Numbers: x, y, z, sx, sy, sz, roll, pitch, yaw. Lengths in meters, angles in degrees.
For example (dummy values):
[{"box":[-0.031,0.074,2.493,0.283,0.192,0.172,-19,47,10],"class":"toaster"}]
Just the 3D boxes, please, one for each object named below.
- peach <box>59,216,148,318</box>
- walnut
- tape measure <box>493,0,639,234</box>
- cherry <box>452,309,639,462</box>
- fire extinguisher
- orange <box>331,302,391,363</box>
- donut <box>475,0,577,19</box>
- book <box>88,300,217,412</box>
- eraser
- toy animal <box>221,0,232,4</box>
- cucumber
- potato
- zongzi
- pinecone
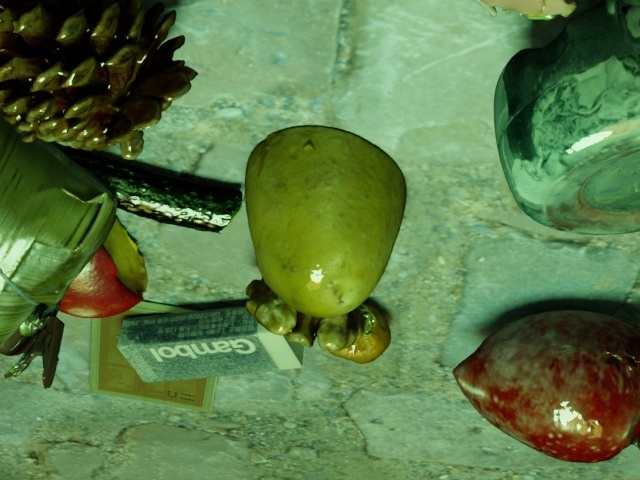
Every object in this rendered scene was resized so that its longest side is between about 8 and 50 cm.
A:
[{"box":[-0.271,0.031,1.722,0.151,0.151,0.118,-1,101,13],"class":"peach"},{"box":[-0.012,0.069,1.700,0.143,0.170,0.069,16,103,-7],"class":"walnut"},{"box":[0.287,-0.111,1.328,0.275,0.147,0.256,7,150,-33],"class":"tape measure"},{"box":[0.275,0.167,1.743,0.249,0.192,0.175,7,112,13],"class":"cherry"},{"box":[-0.412,0.066,1.673,0.341,0.141,0.105,18,171,27],"class":"fire extinguisher"},{"box":[0.042,0.108,1.807,0.086,0.062,0.086,6,132,7],"class":"orange"},{"box":[0.170,-0.278,1.180,0.199,0.085,0.233,25,143,-26],"class":"donut"},{"box":[-0.212,0.147,1.956,0.170,0.018,0.242,10,146,-4],"class":"book"},{"box":[-0.133,0.127,1.855,0.212,0.046,0.092,-7,143,17],"class":"eraser"},{"box":[-0.055,-0.294,1.186,0.124,0.124,0.212,9,147,-1],"class":"toy animal"},{"box":[-0.192,-0.054,1.621,0.214,0.052,0.058,15,116,-10],"class":"cucumber"},{"box":[0.000,0.000,1.576,0.178,0.158,0.203,12,142,-9],"class":"potato"},{"box":[-0.389,0.000,1.519,0.286,0.138,0.300,37,94,-16],"class":"zongzi"},{"box":[-0.226,-0.169,1.348,0.185,0.169,0.212,-23,136,41],"class":"pinecone"}]
